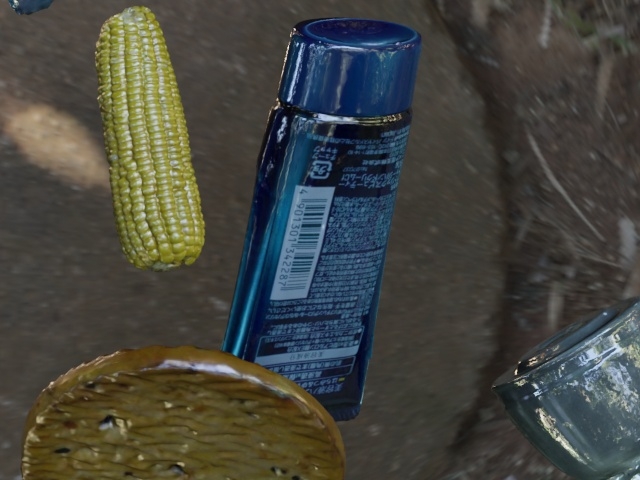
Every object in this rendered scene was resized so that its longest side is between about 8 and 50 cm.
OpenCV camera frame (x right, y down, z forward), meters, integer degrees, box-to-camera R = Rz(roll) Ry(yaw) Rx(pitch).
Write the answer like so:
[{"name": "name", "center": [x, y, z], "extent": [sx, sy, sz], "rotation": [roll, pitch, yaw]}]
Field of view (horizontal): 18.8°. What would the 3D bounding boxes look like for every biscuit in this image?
[{"name": "biscuit", "center": [-0.079, 0.123, 1.106], "extent": [0.187, 0.188, 0.027], "rotation": [-8, 45, 11]}]

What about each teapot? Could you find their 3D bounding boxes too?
[{"name": "teapot", "center": [0.154, 0.082, 1.001], "extent": [0.092, 0.124, 0.091], "rotation": [-31, 89, 35]}]

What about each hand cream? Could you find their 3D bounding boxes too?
[{"name": "hand cream", "center": [0.000, 0.000, 1.181], "extent": [0.061, 0.120, 0.271], "rotation": [35, 122, 47]}]

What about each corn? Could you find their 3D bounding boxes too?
[{"name": "corn", "center": [-0.154, -0.086, 1.685], "extent": [0.080, 0.080, 0.231], "rotation": [-12, 87, 11]}]

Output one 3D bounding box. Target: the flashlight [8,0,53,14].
[{"name": "flashlight", "center": [-0.173, -0.174, 1.078], "extent": [0.051, 0.051, 0.129], "rotation": [-36, 51, 8]}]
